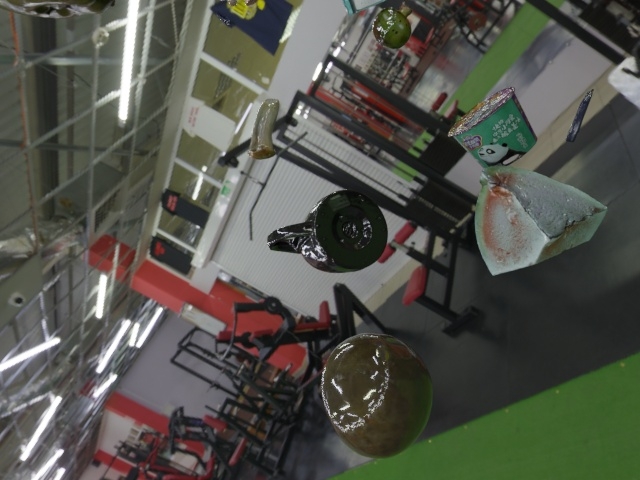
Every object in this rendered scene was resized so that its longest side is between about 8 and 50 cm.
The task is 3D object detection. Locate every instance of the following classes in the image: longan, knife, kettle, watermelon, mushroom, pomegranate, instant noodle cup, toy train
[{"bbox_3d":[0.152,0.410,1.159,0.318,0.319,0.319,-59,6,10],"label":"longan"},{"bbox_3d":[0.516,-0.247,0.856,0.031,0.018,0.121,-49,-32,-25],"label":"knife"},{"bbox_3d":[0.014,0.009,1.162,0.251,0.207,0.271,-33,1,-24],"label":"kettle"},{"bbox_3d":[0.497,-0.023,1.063,0.289,0.320,0.213,-61,1,27],"label":"watermelon"},{"bbox_3d":[-0.169,-0.350,1.334,0.071,0.085,0.208,31,-115,-62],"label":"mushroom"},{"bbox_3d":[0.226,-0.667,1.347,0.130,0.130,0.130,-59,6,10],"label":"pomegranate"},{"bbox_3d":[0.594,-0.364,1.461,0.251,0.190,0.251,-39,13,10],"label":"instant noodle cup"},{"bbox_3d":[-0.310,-0.710,1.374,0.017,0.083,0.017,-33,-35,-10],"label":"toy train"}]

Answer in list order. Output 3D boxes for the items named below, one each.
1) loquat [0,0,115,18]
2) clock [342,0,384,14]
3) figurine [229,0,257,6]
[{"bbox_3d":[-0.316,-0.372,0.451,0.213,0.214,0.245,-71,-22,-63],"label":"loquat"},{"bbox_3d":[0.154,-0.914,1.394,0.232,0.262,0.116,-9,37,29],"label":"clock"},{"bbox_3d":[-0.339,-0.931,1.527,0.200,0.276,0.132,-159,91,-85],"label":"figurine"}]
